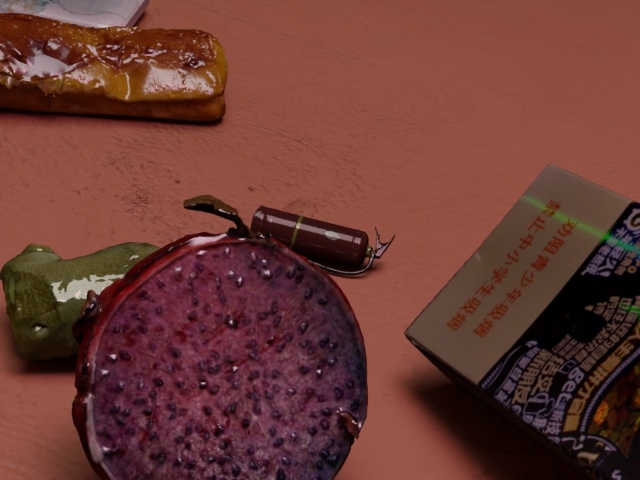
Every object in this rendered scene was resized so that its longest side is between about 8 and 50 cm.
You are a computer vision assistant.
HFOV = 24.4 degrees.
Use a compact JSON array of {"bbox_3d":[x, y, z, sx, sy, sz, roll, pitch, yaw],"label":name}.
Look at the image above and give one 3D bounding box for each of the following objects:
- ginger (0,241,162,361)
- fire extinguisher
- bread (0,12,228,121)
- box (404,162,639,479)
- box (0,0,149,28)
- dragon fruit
[{"bbox_3d":[-0.124,0.054,1.234,0.289,0.089,0.137,7,24,-1],"label":"ginger"},{"bbox_3d":[0.000,0.000,1.391,0.132,0.039,0.056,14,65,8],"label":"fire extinguisher"},{"bbox_3d":[-0.235,-0.183,1.588,0.270,0.077,0.139,5,35,-12],"label":"bread"},{"bbox_3d":[0.222,0.074,1.127,0.198,0.084,0.310,-49,34,-4],"label":"box"},{"bbox_3d":[-0.355,-0.293,1.763,0.285,0.044,0.142,12,36,6],"label":"box"},{"bbox_3d":[-0.083,0.098,1.110,0.224,0.218,0.148,46,-7,-10],"label":"dragon fruit"}]
